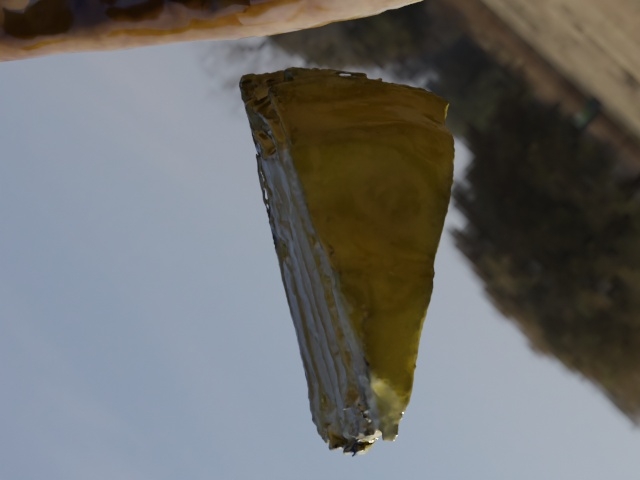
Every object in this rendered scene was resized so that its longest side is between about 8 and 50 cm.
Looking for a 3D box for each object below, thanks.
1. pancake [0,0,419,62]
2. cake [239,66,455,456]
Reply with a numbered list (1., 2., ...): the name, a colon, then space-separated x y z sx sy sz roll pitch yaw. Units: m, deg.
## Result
1. pancake: -0.062 -0.148 0.344 0.266 0.244 0.057 27 -174 12
2. cake: 0.001 0.000 0.880 0.116 0.184 0.080 22 174 -15
